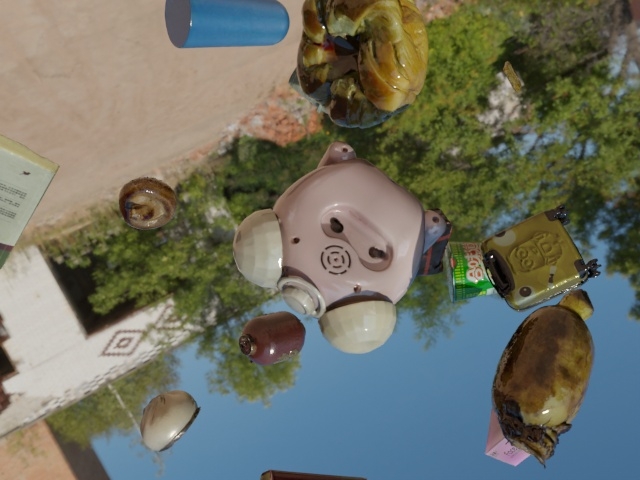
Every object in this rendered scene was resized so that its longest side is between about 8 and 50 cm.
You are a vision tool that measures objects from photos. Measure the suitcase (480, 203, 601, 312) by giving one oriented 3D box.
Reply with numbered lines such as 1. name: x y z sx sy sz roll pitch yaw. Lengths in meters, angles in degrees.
1. suitcase: 0.515 0.052 1.524 0.235 0.194 0.143 -27 155 13

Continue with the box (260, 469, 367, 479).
1. box: -0.012 0.532 1.285 0.224 0.120 0.069 15 147 -23

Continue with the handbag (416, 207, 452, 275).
1. handbag: 0.220 0.004 1.636 0.215 0.169 0.155 -4 -152 -11

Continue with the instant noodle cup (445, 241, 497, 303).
1. instant noodle cup: 0.514 0.088 1.981 0.233 0.207 0.207 -5 -170 8

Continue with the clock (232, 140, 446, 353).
1. clock: 0.038 0.015 1.218 0.326 0.342 0.184 -50 171 -28

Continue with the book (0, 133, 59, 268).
1. book: -0.533 -0.067 0.950 0.289 0.201 0.026 -41 -149 36

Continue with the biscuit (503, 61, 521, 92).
1. biscuit: 0.547 -0.466 1.823 0.018 0.083 0.081 -27 -163 31

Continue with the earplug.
1. earplug: -0.191 -0.489 1.416 0.273 0.132 0.132 -9 175 -35

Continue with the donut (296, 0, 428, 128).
1. donut: 0.089 -0.438 1.475 0.170 0.360 0.360 -25 -176 -41

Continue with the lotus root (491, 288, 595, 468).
1. lotus root: 0.371 0.212 1.057 0.141 0.169 0.314 19 -116 25

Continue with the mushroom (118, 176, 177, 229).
1. mushroom: -0.345 -0.074 1.266 0.109 0.085 0.126 -23 151 -43

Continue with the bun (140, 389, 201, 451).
1. bun: -0.420 0.477 1.732 0.173 0.120 0.173 -46 -174 6

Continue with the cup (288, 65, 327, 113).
1. cup: -0.016 -0.438 1.819 0.120 0.141 0.120 -60 180 -1

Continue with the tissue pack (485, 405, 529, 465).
1. tissue pack: 0.522 0.456 1.711 0.148 0.092 0.246 108 3 -49

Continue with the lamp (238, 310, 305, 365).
1. lamp: -0.165 0.337 2.176 0.258 0.180 0.180 -10 173 -41
